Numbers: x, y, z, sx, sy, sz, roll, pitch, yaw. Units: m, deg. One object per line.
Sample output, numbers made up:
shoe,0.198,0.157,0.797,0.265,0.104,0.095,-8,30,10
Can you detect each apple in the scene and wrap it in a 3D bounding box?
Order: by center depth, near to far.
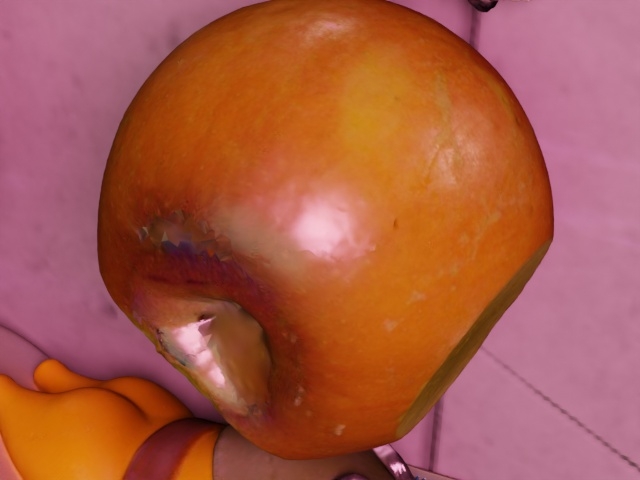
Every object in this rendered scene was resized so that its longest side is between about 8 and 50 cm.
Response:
apple,-0.005,-0.004,0.536,0.146,0.147,0.163,37,126,7

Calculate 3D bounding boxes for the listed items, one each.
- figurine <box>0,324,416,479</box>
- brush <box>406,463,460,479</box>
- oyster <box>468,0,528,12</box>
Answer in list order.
figurine,-0.061,0.092,0.622,0.141,0.166,0.250,-44,79,20
brush,0.031,0.101,0.652,0.084,0.013,0.016,16,122,20
oyster,0.011,-0.138,0.522,0.166,0.053,0.108,6,135,16
